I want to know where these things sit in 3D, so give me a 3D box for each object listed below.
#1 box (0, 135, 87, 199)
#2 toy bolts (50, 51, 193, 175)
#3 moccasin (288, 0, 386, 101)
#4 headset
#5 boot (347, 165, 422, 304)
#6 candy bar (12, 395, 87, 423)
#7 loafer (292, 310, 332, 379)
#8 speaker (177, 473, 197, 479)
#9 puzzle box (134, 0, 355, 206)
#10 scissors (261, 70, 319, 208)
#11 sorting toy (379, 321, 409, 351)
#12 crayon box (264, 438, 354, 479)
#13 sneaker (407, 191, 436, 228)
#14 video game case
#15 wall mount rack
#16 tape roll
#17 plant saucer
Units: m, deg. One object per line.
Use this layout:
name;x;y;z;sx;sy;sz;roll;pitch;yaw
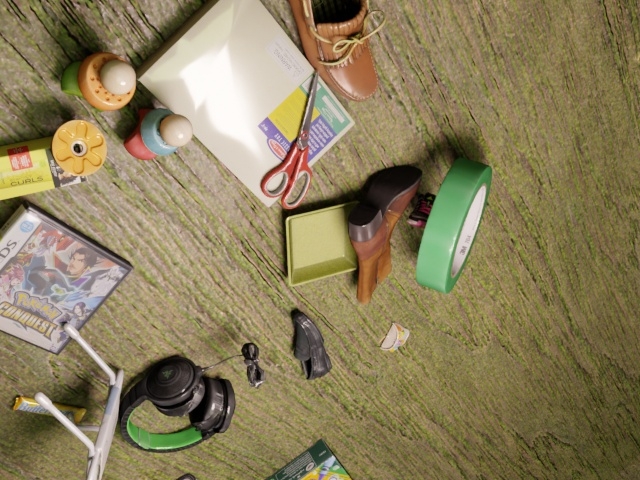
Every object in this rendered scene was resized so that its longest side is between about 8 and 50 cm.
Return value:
box;-0.556;-0.131;1.332;0.232;0.058;0.087;-14;123;-21
toy bolts;-0.348;-0.204;1.304;0.228;0.158;0.218;24;77;-39
moccasin;0.034;-0.437;1.418;0.139;0.147;0.380;-34;127;-18
headset;-0.288;0.378;1.684;0.394;0.185;0.243;-41;129;13
boot;0.167;-0.013;1.756;0.264;0.096;0.280;-54;149;-34
candy bar;-0.605;0.377;1.618;0.161;0.018;0.040;24;103;-37
loafer;-0.032;0.271;1.829;0.078;0.076;0.223;-33;131;-18
speaker;-0.335;0.679;1.911;0.055;0.055;0.136;-23;126;-15
puzzle box;-0.139;-0.285;1.474;0.272;0.052;0.409;-44;128;0
scissors;-0.032;-0.205;1.534;0.109;0.021;0.297;17;107;-32
sorting toy;0.214;0.269;1.990;0.075;0.045;0.083;4;116;-51
crayon box;0.003;0.744;2.111;0.203;0.083;0.323;-35;128;-6
sneaker;0.251;-0.075;1.734;0.063;0.170;0.074;22;108;8
video game case;-0.553;0.084;1.443;0.248;0.035;0.275;-49;135;1
wall mount rack;-0.493;0.359;1.490;0.130;0.350;0.304;9;121;-9
tape roll;0.320;-0.035;1.729;0.321;0.077;0.321;-54;155;-39
plant saucer;0.000;0.000;1.713;0.188;0.045;0.188;-14;122;-21
